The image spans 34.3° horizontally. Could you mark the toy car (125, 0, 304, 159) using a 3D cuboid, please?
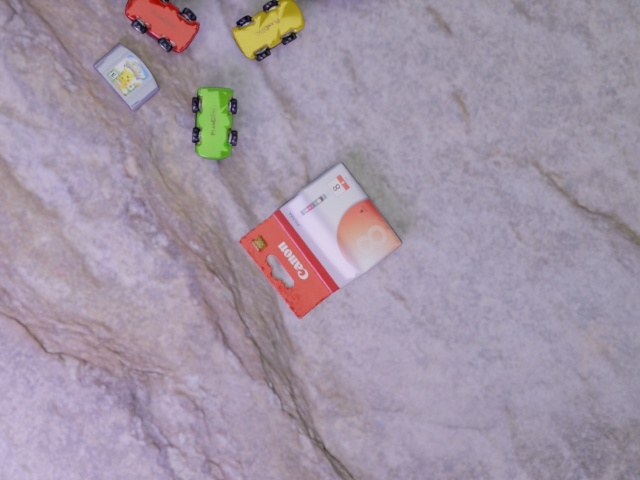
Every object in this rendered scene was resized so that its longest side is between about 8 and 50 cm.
[{"bbox_3d":[-0.145,-0.221,1.402,0.238,0.053,0.225,2,93,-10],"label":"toy car"}]

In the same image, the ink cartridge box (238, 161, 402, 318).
[{"bbox_3d":[0.000,0.000,1.432,0.179,0.045,0.145,-38,95,-8],"label":"ink cartridge box"}]

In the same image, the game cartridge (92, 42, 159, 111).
[{"bbox_3d":[-0.260,-0.223,1.407,0.056,0.017,0.083,-43,96,-9],"label":"game cartridge"}]
